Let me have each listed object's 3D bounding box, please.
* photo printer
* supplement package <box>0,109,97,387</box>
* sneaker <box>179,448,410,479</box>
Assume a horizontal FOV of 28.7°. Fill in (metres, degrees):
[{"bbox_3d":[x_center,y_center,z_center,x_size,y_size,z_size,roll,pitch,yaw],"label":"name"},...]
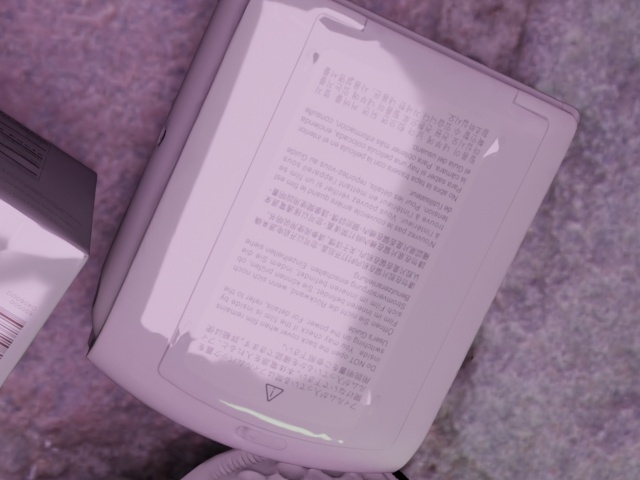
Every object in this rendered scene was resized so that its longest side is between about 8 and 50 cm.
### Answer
[{"bbox_3d":[0.000,0.000,0.843,0.256,0.107,0.308,22,99,-14],"label":"photo printer"},{"bbox_3d":[-0.223,-0.002,0.733,0.134,0.244,0.139,34,96,-15],"label":"supplement package"},{"bbox_3d":[-0.085,0.284,0.871,0.322,0.130,0.236,-15,133,-43],"label":"sneaker"}]
